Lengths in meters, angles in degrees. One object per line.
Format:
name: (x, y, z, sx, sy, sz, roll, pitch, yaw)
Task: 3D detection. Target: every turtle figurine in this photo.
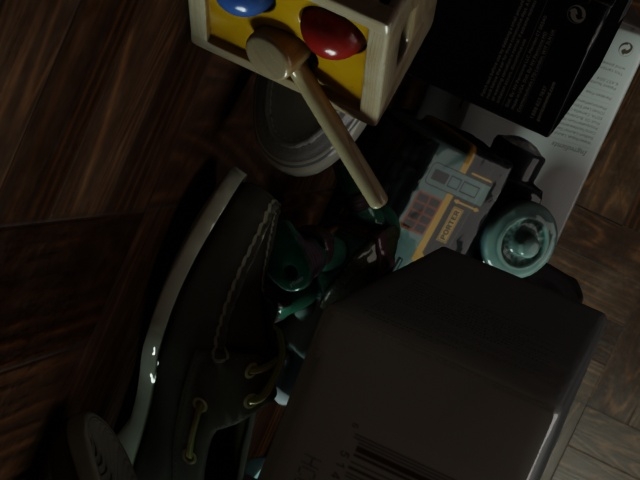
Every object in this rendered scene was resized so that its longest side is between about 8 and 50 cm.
turtle figurine: (0.000, 0.000, 1.299, 0.234, 0.118, 0.175, -37, 152, -60)

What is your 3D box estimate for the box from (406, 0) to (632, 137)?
box: (0.115, -0.176, 1.226, 0.103, 0.184, 0.261, -65, 172, 21)

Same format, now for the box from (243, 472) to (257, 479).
box: (-0.120, 0.309, 1.412, 0.213, 0.117, 0.243, -60, 170, -26)

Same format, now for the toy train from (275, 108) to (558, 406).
toy train: (0.078, 0.035, 1.644, 0.334, 0.190, 0.142, -61, -150, 11)

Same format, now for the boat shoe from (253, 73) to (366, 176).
boat shoe: (0.009, -0.152, 1.054, 0.227, 0.079, 0.081, -69, 162, -2)

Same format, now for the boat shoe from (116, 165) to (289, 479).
boat shoe: (-0.070, 0.087, 1.166, 0.109, 0.091, 0.305, -53, 166, -53)

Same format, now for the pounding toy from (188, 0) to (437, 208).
pounding toy: (-0.001, -0.109, 0.891, 0.100, 0.130, 0.141, -61, 171, -21)

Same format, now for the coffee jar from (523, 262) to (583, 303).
coffee jar: (0.175, 0.097, 1.739, 0.184, 0.096, 0.079, -56, -164, 19)

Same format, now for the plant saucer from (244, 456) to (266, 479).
plant saucer: (-0.131, 0.346, 1.708, 0.317, 0.044, 0.317, -61, 170, -18)

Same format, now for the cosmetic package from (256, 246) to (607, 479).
cosmetic package: (0.080, 0.151, 1.273, 0.230, 0.161, 0.453, -68, 169, 8)

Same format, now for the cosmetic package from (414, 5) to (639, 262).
cosmetic package: (0.184, -0.098, 1.800, 0.197, 0.155, 0.365, -99, -150, -66)

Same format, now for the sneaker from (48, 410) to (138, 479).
sneaker: (-0.161, 0.209, 1.047, 0.083, 0.118, 0.222, -85, 167, -67)
